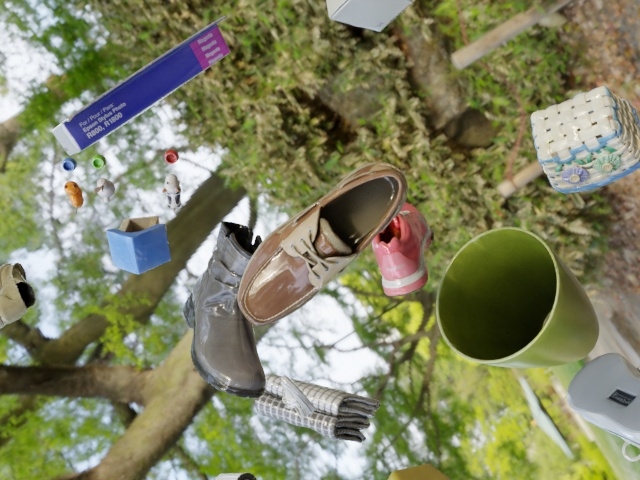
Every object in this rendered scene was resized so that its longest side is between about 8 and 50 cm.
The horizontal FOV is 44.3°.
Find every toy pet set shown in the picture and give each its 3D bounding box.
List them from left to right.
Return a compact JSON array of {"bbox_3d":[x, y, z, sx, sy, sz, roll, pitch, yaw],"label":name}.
[{"bbox_3d":[-0.204,-0.028,0.816,0.065,0.122,0.114,-100,5,-67],"label":"toy pet set"}]

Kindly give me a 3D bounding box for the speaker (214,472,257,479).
[{"bbox_3d":[-0.192,0.548,1.758,0.055,0.055,0.136,57,146,-3],"label":"speaker"}]

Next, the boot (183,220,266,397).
[{"bbox_3d":[-0.160,0.112,1.448,0.118,0.222,0.338,11,-156,-34],"label":"boot"}]

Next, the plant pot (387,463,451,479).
[{"bbox_3d":[0.280,0.765,2.244,0.212,0.212,0.187,-1,-142,-32],"label":"plant pot"}]

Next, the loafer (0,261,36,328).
[{"bbox_3d":[-0.769,0.135,1.986,0.268,0.092,0.101,-116,15,-61],"label":"loafer"}]

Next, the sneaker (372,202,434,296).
[{"bbox_3d":[0.166,-0.021,1.631,0.313,0.116,0.136,-83,-26,-60],"label":"sneaker"}]

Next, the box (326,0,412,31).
[{"bbox_3d":[0.093,-0.605,1.737,0.149,0.127,0.232,3,-112,-35],"label":"box"}]

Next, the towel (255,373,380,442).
[{"bbox_3d":[-0.006,0.435,2.027,0.284,0.235,0.121,32,-109,-62],"label":"towel"}]

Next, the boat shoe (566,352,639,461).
[{"bbox_3d":[0.538,0.293,1.294,0.156,0.136,0.367,45,177,-3],"label":"boat shoe"}]

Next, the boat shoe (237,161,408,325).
[{"bbox_3d":[0.000,0.000,1.169,0.123,0.324,0.116,44,179,-3],"label":"boat shoe"}]

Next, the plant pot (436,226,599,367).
[{"bbox_3d":[0.433,0.149,1.599,0.294,0.275,0.274,25,-153,-40],"label":"plant pot"}]

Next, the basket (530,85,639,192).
[{"bbox_3d":[0.620,-0.209,1.800,0.289,0.255,0.200,20,-124,-48],"label":"basket"}]

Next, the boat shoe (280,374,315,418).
[{"bbox_3d":[-0.043,0.249,1.238,0.035,0.035,0.100,40,167,44],"label":"boat shoe"}]

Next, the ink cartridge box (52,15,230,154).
[{"bbox_3d":[-0.324,-0.271,1.425,0.071,0.324,0.330,57,164,-18],"label":"ink cartridge box"}]
